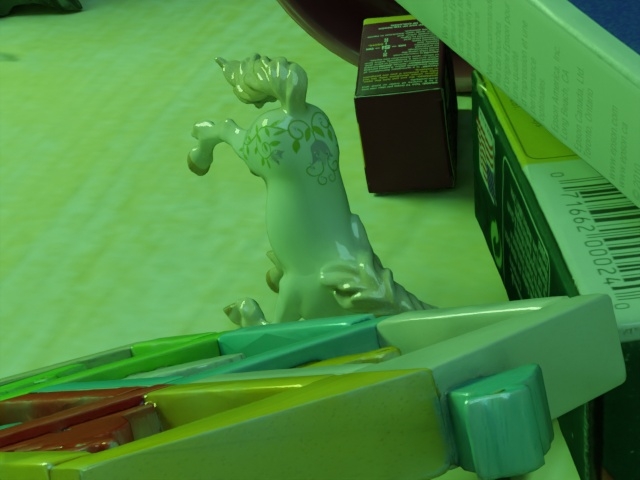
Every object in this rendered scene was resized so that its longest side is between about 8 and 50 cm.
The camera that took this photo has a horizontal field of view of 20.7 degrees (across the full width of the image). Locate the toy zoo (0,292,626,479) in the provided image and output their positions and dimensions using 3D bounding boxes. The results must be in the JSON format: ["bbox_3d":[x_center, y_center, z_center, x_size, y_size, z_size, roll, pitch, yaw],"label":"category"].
[{"bbox_3d":[-0.046,0.056,0.531,0.192,0.030,0.293,-14,3,-40],"label":"toy zoo"}]

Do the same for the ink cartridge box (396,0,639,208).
[{"bbox_3d":[0.185,-0.133,0.708,0.303,0.072,0.307,-21,42,-22],"label":"ink cartridge box"}]

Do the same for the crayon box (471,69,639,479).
[{"bbox_3d":[0.233,-0.008,0.674,0.318,0.081,0.202,-7,32,-3],"label":"crayon box"}]

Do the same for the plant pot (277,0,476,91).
[{"bbox_3d":[0.079,-0.206,0.909,0.201,0.201,0.180,7,38,22],"label":"plant pot"}]

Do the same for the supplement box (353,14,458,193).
[{"bbox_3d":[0.042,-0.067,0.840,0.043,0.055,0.083,-4,32,8],"label":"supplement box"}]

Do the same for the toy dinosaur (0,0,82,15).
[{"bbox_3d":[-0.223,-0.261,1.049,0.321,0.218,0.164,-7,33,1],"label":"toy dinosaur"}]

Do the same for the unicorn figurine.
[{"bbox_3d":[0.000,0.000,0.709,0.060,0.162,0.111,-37,15,-30],"label":"unicorn figurine"}]
